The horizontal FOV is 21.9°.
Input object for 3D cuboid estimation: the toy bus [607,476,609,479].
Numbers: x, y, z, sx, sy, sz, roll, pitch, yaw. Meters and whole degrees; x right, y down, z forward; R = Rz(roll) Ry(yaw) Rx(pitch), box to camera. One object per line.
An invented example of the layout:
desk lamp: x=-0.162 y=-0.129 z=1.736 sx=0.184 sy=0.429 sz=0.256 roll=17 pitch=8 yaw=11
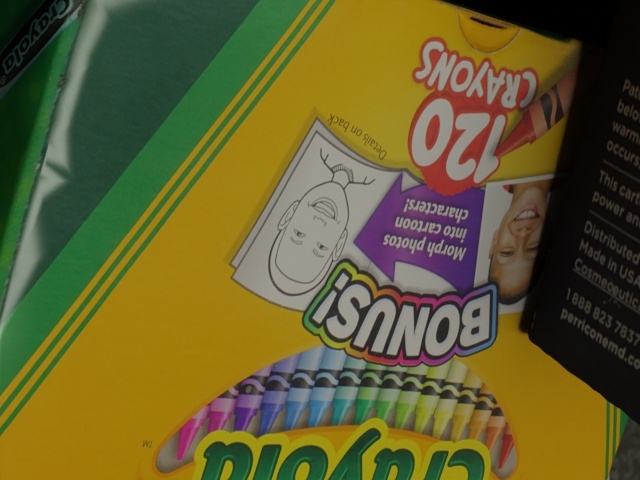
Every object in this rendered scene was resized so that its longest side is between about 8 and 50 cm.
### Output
toy bus: x=0.074 y=0.197 z=0.646 sx=0.104 sy=0.202 sz=0.191 roll=-4 pitch=121 yaw=-8

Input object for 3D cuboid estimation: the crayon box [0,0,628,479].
crayon box: x=0.000 y=0.000 z=0.511 sx=0.278 sy=0.081 sz=0.165 roll=9 pitch=102 yaw=-45

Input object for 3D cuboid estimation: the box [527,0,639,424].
box: x=0.279 y=-0.076 z=0.496 sx=0.343 sy=0.179 sz=0.313 roll=1 pitch=113 yaw=-32
